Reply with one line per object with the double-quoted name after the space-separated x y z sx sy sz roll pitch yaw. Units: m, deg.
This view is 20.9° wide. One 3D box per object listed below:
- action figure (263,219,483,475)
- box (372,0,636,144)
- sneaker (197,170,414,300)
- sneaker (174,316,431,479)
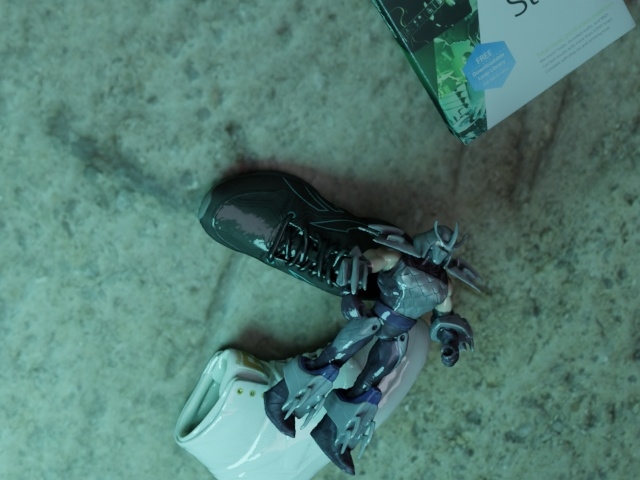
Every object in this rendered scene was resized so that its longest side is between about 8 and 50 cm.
0.066 0.096 1.813 0.185 0.099 0.285 29 104 -24 "action figure"
0.165 -0.291 1.822 0.232 0.058 0.322 -36 117 -2 "box"
0.000 0.000 1.861 0.267 0.106 0.101 15 107 -22 "sneaker"
-0.025 0.157 1.915 0.292 0.108 0.169 -44 121 4 "sneaker"
